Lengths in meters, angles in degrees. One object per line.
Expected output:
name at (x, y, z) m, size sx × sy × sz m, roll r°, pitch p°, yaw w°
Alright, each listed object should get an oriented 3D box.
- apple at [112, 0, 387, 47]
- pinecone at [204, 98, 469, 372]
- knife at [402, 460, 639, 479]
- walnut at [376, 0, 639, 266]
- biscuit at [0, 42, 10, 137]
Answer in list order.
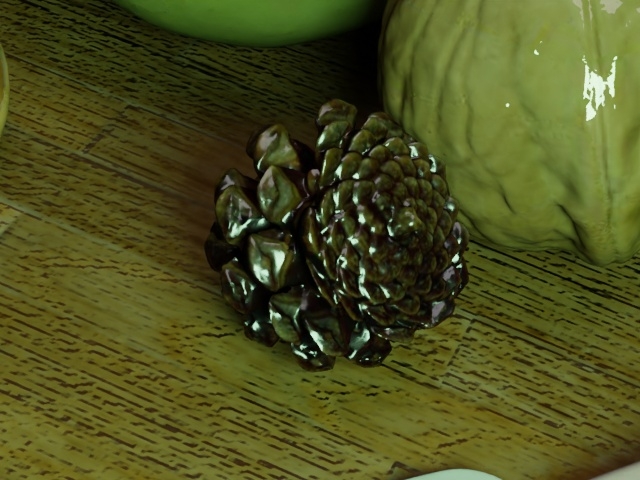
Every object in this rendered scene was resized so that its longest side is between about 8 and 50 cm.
apple at (-0.036, -0.296, 0.996) m, size 0.357 × 0.357 × 0.357 m, roll 8°, pitch 39°, yaw -6°
pinecone at (0.002, 0.001, 0.807) m, size 0.140 × 0.140 × 0.121 m, roll -22°, pitch 6°, yaw -35°
knife at (0.082, 0.131, 0.743) m, size 0.336 × 0.043 × 0.081 m, roll -6°, pitch 37°, yaw -18°
walnut at (0.141, -0.095, 0.883) m, size 0.228 × 0.228 × 0.228 m, roll 8°, pitch 39°, yaw -6°
biscuit at (-0.282, -0.090, 0.906) m, size 0.204 × 0.040 × 0.309 m, roll -6°, pitch 43°, yaw -21°
